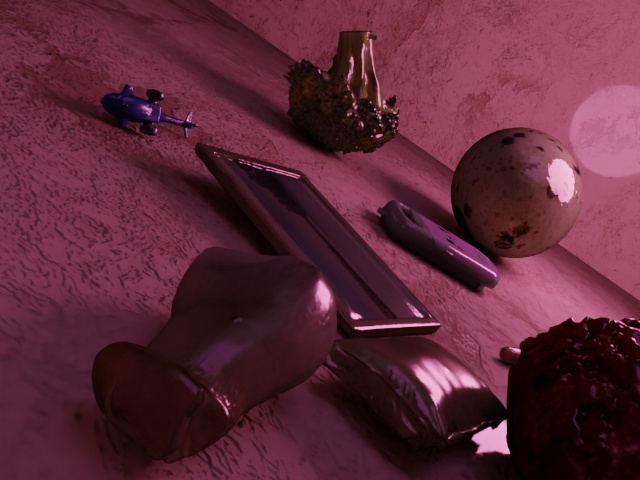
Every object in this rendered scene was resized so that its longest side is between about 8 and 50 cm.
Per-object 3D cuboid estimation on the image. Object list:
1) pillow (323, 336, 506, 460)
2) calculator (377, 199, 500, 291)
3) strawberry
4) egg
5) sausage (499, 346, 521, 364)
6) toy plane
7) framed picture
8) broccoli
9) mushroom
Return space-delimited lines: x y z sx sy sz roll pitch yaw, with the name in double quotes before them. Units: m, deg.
"pillow" 0.087 0.125 0.605 0.119 0.053 0.208 45 15 25
"calculator" 0.199 0.008 1.215 0.246 0.045 0.141 30 15 -13
"strawberry" 0.293 0.160 0.614 0.274 0.220 0.274 36 14 -10
"egg" 0.430 -0.103 1.576 0.287 0.288 0.379 37 30 10
"sausage" 0.279 0.160 0.953 0.132 0.024 0.024 20 21 -44
"toy plane" -0.208 -0.155 0.873 0.062 0.054 0.167 13 4 30
"framed picture" 0.000 0.000 0.820 0.289 0.016 0.213 49 20 26
"broccoli" 0.043 -0.296 1.501 0.260 0.235 0.288 65 -8 -24
"mushroom" -0.054 0.068 0.447 0.116 0.093 0.225 19 25 2
